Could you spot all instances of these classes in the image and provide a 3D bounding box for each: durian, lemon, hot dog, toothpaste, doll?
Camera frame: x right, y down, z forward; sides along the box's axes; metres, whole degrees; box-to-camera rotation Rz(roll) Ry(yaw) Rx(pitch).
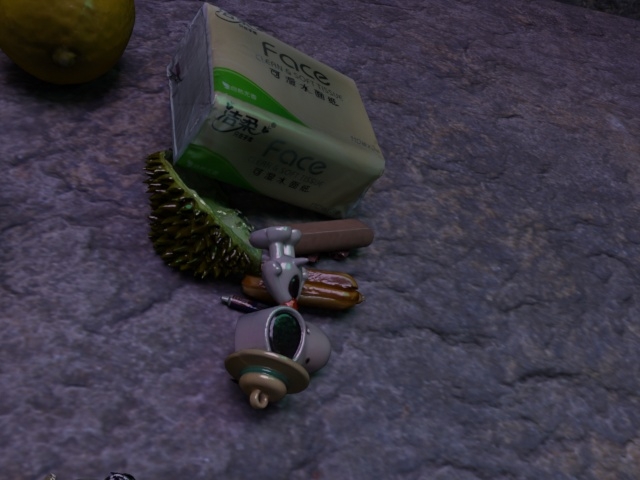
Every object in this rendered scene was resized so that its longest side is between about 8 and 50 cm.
[{"bbox_3d":[-0.240,-0.081,1.121,0.198,0.163,0.394,-9,40,-25],"label":"durian"},{"bbox_3d":[-0.597,-0.526,1.323,0.364,0.364,0.364,9,44,-9],"label":"lemon"},{"bbox_3d":[-0.030,0.091,1.073,0.236,0.062,0.092,10,29,-1],"label":"hot dog"},{"bbox_3d":[-0.115,0.123,1.048,0.140,0.021,0.037,17,45,-4],"label":"toothpaste"},{"bbox_3d":[-0.082,0.115,0.938,0.208,0.144,0.271,-11,83,-57],"label":"doll"}]

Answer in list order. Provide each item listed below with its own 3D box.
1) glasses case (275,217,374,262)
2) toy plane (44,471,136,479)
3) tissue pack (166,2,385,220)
[{"bbox_3d":[0.000,0.000,1.186,0.193,0.070,0.102,-6,20,-20],"label":"glasses case"},{"bbox_3d":[-0.226,0.353,0.737,0.286,0.092,0.108,4,66,-13],"label":"toy plane"},{"bbox_3d":[-0.096,-0.260,1.208,0.405,0.205,0.331,17,42,-34],"label":"tissue pack"}]
